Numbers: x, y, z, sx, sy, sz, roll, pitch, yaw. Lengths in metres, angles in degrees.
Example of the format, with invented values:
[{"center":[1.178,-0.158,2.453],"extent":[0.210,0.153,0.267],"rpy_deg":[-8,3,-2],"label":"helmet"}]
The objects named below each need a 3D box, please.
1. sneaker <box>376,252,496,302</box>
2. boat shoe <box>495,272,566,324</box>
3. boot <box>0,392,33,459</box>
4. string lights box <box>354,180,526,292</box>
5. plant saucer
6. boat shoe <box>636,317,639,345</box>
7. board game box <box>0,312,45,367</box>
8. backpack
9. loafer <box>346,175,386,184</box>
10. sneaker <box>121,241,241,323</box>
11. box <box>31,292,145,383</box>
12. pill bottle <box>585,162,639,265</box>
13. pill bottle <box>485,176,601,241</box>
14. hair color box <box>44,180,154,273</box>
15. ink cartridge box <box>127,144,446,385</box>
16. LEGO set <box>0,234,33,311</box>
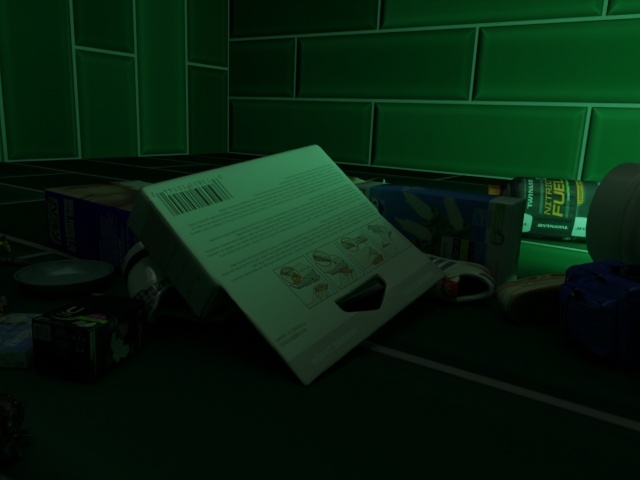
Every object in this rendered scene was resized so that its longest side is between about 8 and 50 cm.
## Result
[{"center":[0.155,0.051,0.708],"extent":[0.161,0.057,0.075],"rpy_deg":[7,8,5],"label":"sneaker"},{"center":[0.301,0.065,0.664],"extent":[0.170,0.062,0.059],"rpy_deg":[-1,19,-12],"label":"boat shoe"},{"center":[-0.251,0.129,0.323],"extent":[0.121,0.045,0.099],"rpy_deg":[6,14,-15],"label":"boot"},{"center":[0.168,-0.012,0.818],"extent":[0.260,0.133,0.077],"rpy_deg":[10,16,32],"label":"string lights box"},{"center":[-0.337,0.050,0.701],"extent":[0.120,0.021,0.119],"rpy_deg":[2,12,0],"label":"plant saucer"},{"center":[0.305,0.107,0.335],"extent":[0.130,0.132,0.355],"rpy_deg":[2,12,-2],"label":"boat shoe"},{"center":[-0.308,0.095,0.516],"extent":[0.090,0.020,0.090],"rpy_deg":[3,13,-3],"label":"board game box"},{"center":[0.310,0.070,0.571],"extent":[0.101,0.097,0.120],"rpy_deg":[-2,14,-2],"label":"backpack"},{"center":[0.066,-0.117,1.343],"extent":[0.269,0.092,0.102],"rpy_deg":[-8,17,-38],"label":"loafer"},{"center":[-0.110,0.054,0.633],"extent":[0.235,0.090,0.095],"rpy_deg":[-3,35,-33],"label":"sneaker"},{"center":[-0.213,0.087,0.495],"extent":[0.062,0.052,0.083],"rpy_deg":[7,13,15],"label":"box"},{"center":[0.563,0.000,0.686],"extent":[0.204,0.204,0.361],"rpy_deg":[-6,15,-31],"label":"pill bottle"},{"center":[0.478,-0.068,1.129],"extent":[0.246,0.130,0.130],"rpy_deg":[5,13,14],"label":"pill bottle"},{"center":[-0.277,-0.025,0.855],"extent":[0.339,0.110,0.185],"rpy_deg":[11,16,38],"label":"hair color box"},{"center":[-0.024,0.014,0.622],"extent":[0.261,0.066,0.296],"rpy_deg":[48,40,15],"label":"ink cartridge box"},{"center":[-0.492,-0.042,0.548],"extent":[0.192,0.254,0.331],"rpy_deg":[-22,-18,41],"label":"LEGO set"}]
